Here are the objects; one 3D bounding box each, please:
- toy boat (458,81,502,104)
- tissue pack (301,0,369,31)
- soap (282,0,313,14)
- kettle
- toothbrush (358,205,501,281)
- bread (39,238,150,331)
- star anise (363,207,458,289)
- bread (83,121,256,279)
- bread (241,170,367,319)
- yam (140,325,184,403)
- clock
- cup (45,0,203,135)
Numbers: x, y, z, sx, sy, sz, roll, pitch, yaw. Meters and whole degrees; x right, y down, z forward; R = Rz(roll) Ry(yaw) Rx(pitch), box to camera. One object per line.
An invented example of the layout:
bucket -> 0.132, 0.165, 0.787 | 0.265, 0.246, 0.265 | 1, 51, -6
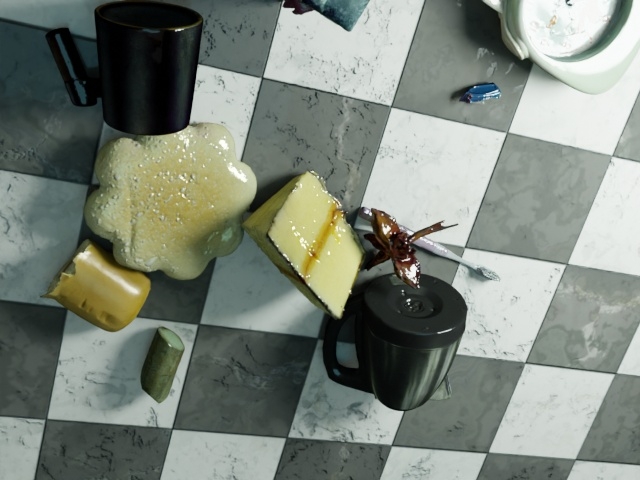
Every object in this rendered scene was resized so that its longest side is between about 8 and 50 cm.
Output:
toy boat -> 0.298, -0.270, 1.587 | 0.083, 0.038, 0.038 | -13, 117, -10
tissue pack -> 0.033, -0.465, 1.249 | 0.185, 0.081, 0.257 | 27, 106, -26
soap -> 0.000, -0.562, 1.310 | 0.233, 0.128, 0.359 | -23, 119, -5
kettle -> 0.152, 0.230, 1.694 | 0.250, 0.207, 0.271 | -9, 125, -19
toothbrush -> 0.225, 0.013, 1.702 | 0.354, 0.029, 0.024 | 25, 92, -24
bread -> -0.396, 0.090, 1.531 | 0.173, 0.085, 0.134 | 35, 101, -27
star anise -> 0.167, -0.002, 1.643 | 0.144, 0.140, 0.158 | -33, 133, -35
bread -> -0.255, -0.072, 1.495 | 0.316, 0.054, 0.316 | -9, 115, -21
bread -> 0.000, 0.000, 1.551 | 0.178, 0.135, 0.240 | -45, 117, -12
yam -> -0.308, 0.239, 1.640 | 0.069, 0.070, 0.146 | 15, 111, -22
clock -> 0.440, -0.430, 1.508 | 0.324, 0.108, 0.265 | 20, 109, -22
cup -> -0.304, -0.287, 1.371 | 0.166, 0.239, 0.177 | -32, 138, -49
